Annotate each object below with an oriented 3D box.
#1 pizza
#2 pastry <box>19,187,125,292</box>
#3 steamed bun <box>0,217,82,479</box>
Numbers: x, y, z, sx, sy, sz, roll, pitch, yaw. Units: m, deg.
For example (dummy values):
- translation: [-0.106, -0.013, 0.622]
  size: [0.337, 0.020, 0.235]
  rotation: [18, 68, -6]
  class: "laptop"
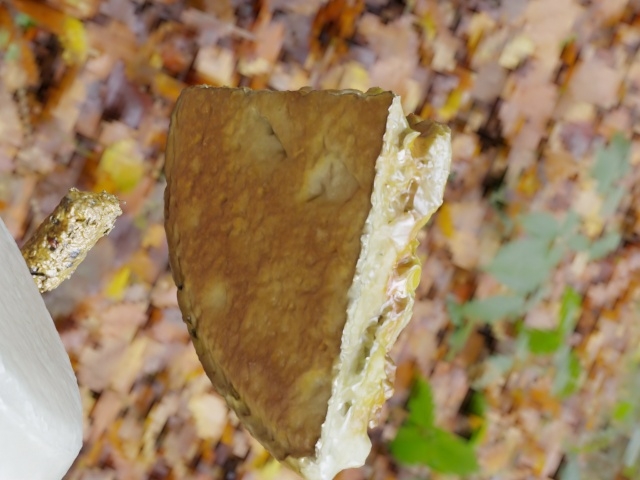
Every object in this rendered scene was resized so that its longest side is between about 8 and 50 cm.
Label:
- translation: [0.000, 0.000, 0.594]
  size: [0.046, 0.175, 0.134]
  rotation: [12, 144, -41]
  class: "pizza"
- translation: [-0.258, -0.003, 1.661]
  size: [0.140, 0.056, 0.080]
  rotation: [-47, 163, 29]
  class: "pastry"
- translation: [-0.286, 0.066, 1.087]
  size: [0.177, 0.283, 0.283]
  rotation: [-28, 166, 2]
  class: "steamed bun"
